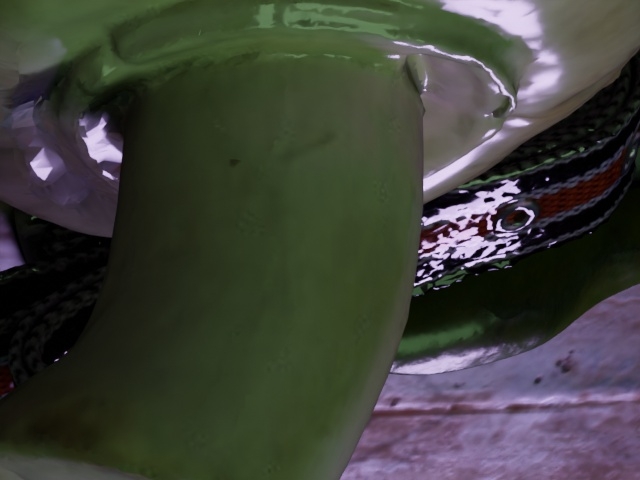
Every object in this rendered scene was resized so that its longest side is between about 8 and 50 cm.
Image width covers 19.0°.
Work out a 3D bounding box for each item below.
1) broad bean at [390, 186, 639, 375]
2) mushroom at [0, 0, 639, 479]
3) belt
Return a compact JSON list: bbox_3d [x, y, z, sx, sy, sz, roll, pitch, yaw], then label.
[{"bbox_3d":[0.145,0.012,1.054,0.325,0.067,0.075,-13,117,-27],"label":"broad bean"},{"bbox_3d":[-0.046,-0.090,0.701,0.356,0.315,0.315,-48,138,-5],"label":"mushroom"},{"bbox_3d":[0.000,0.000,0.911,0.359,0.126,0.094,-24,139,-13],"label":"belt"}]
